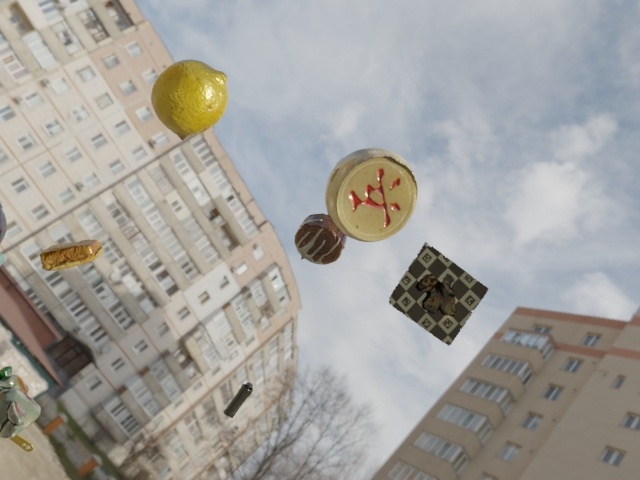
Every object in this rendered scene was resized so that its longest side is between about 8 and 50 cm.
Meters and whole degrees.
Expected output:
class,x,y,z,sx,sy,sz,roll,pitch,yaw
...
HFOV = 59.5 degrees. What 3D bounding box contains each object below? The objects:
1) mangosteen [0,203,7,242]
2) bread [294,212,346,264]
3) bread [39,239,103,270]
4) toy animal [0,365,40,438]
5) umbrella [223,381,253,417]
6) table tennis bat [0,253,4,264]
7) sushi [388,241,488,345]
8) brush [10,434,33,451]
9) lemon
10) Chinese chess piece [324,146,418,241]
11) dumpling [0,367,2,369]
class,x,y,z,sx,sy,sz,roll,pitch,yaw
mangosteen,-0.771,-0.047,1.148,0.216,0.216,0.216,37,-29,25
bread,0.000,0.000,1.689,0.160,0.073,0.160,8,-51,9
bread,-0.575,0.033,1.294,0.074,0.132,0.053,-105,-177,-73
toy animal,-0.578,0.311,1.021,0.236,0.138,0.108,18,-6,34
umbrella,-0.241,0.473,1.659,0.036,0.133,0.031,23,22,-33
table tennis bat,-0.898,0.109,1.454,0.244,0.153,0.040,-87,155,-57
sushi,0.303,0.139,1.435,0.210,0.192,0.040,38,10,33
brush,-1.030,0.620,1.828,0.218,0.082,0.010,40,11,-10
lemon,-0.414,-0.463,1.798,0.228,0.253,0.228,47,2,-2
Chinese chess piece,0.132,-0.119,1.465,0.249,0.250,0.103,64,-9,-26
dumpling,-0.897,0.345,1.369,0.243,0.227,0.175,18,-61,-9
